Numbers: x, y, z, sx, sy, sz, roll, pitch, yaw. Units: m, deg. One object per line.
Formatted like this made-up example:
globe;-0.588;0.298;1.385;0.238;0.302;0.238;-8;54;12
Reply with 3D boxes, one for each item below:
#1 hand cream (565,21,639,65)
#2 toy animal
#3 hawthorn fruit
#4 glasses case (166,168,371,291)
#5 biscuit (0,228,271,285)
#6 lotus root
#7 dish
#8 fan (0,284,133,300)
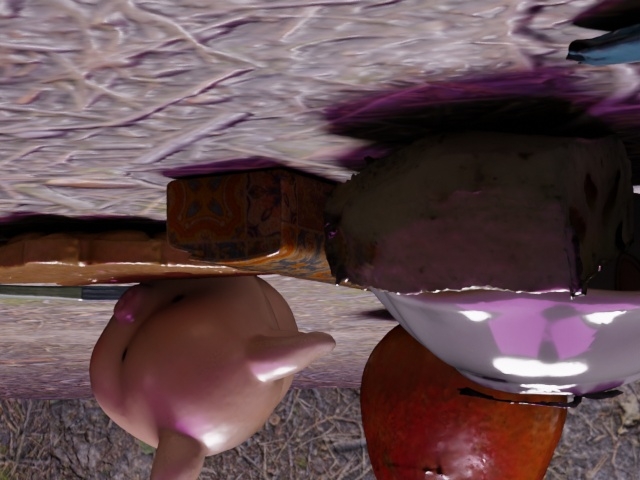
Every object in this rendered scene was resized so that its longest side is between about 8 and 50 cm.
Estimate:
hand cream;0.159;-0.073;0.521;0.083;0.048;0.224;-1;178;-17
toy animal;-0.090;0.087;1.264;0.149;0.165;0.248;33;-175;-5
hawthorn fruit;0.148;0.202;1.746;0.224;0.261;0.224;3;178;0
glasses case;0.000;0.000;0.990;0.075;0.049;0.218;-5;171;27
biscuit;-0.144;0.012;1.121;0.250;0.035;0.162;1;177;-9
lotus root;0.070;-0.019;0.786;0.144;0.070;0.143;-2;-171;13
dish;0.123;0.033;0.887;0.229;0.081;0.229;-4;-167;1
fan;-0.238;0.043;1.414;0.193;0.016;0.038;1;175;-9
